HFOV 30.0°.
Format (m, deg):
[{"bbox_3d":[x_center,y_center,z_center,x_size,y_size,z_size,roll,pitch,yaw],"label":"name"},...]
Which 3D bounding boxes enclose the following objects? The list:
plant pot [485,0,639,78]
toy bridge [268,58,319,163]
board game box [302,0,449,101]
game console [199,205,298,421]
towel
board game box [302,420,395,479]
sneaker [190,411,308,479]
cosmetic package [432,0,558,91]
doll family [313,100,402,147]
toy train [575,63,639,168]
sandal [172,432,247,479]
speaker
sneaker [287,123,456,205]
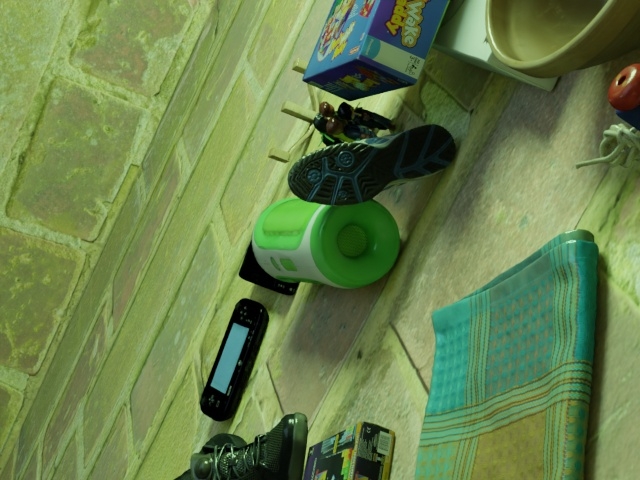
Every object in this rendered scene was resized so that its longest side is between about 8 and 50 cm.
[{"bbox_3d":[0.274,-0.258,1.157,0.237,0.110,0.237,-41,39,45],"label":"plant pot"},{"bbox_3d":[-0.036,-0.219,2.041,0.026,0.063,0.188,-20,52,65],"label":"toy bridge"},{"bbox_3d":[0.084,-0.307,1.520,0.347,0.078,0.233,-161,93,-78],"label":"board game box"},{"bbox_3d":[-0.108,0.117,1.912,0.361,0.044,0.213,-70,19,-4],"label":"game console"},{"bbox_3d":[0.160,0.193,1.116,0.271,0.040,0.370,-39,35,57],"label":"towel"},{"bbox_3d":[0.021,0.305,1.357,0.141,0.048,0.170,-38,35,54],"label":"board game box"},{"bbox_3d":[-0.092,0.287,1.507,0.227,0.130,0.087,119,161,-48],"label":"sneaker"},{"bbox_3d":[0.254,-0.379,1.383,0.377,0.098,0.284,-66,21,8],"label":"cosmetic package"},{"bbox_3d":[0.045,-0.159,1.686,0.193,0.111,0.076,-1,69,69],"label":"doll family"},{"bbox_3d":[0.306,-0.146,1.000,0.143,0.105,0.248,-63,17,-17],"label":"toy train"},{"bbox_3d":[-0.156,0.405,1.636,0.167,0.107,0.445,-61,20,20],"label":"sandal"},{"bbox_3d":[0.000,0.000,1.619,0.296,0.131,0.131,1,71,70],"label":"speaker"},{"bbox_3d":[0.061,-0.087,1.483,0.081,0.211,0.080,161,97,-80],"label":"sneaker"}]
